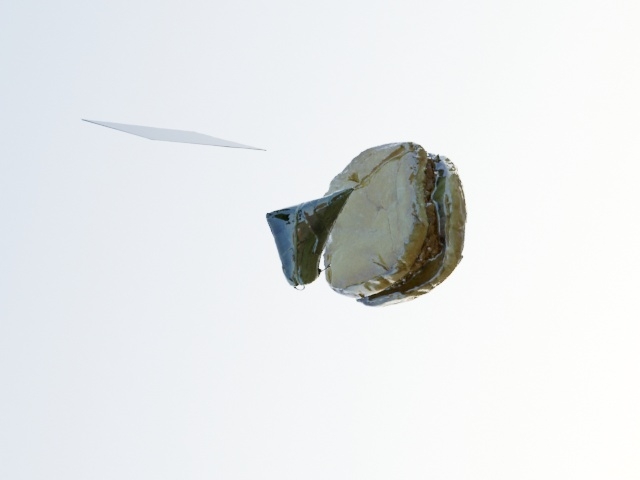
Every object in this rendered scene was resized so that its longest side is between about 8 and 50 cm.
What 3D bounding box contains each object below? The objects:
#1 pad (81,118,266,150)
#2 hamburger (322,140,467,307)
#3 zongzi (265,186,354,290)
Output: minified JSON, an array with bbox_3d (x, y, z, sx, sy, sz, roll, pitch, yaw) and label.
[{"bbox_3d":[-0.173,-0.126,1.334,0.190,0.127,0.004,1,-77,-51],"label":"pad"},{"bbox_3d":[0.122,-0.030,1.839,0.145,0.260,0.283,24,-122,-38],"label":"hamburger"},{"bbox_3d":[0.000,0.000,1.403,0.055,0.119,0.109,-3,-103,-70],"label":"zongzi"}]
